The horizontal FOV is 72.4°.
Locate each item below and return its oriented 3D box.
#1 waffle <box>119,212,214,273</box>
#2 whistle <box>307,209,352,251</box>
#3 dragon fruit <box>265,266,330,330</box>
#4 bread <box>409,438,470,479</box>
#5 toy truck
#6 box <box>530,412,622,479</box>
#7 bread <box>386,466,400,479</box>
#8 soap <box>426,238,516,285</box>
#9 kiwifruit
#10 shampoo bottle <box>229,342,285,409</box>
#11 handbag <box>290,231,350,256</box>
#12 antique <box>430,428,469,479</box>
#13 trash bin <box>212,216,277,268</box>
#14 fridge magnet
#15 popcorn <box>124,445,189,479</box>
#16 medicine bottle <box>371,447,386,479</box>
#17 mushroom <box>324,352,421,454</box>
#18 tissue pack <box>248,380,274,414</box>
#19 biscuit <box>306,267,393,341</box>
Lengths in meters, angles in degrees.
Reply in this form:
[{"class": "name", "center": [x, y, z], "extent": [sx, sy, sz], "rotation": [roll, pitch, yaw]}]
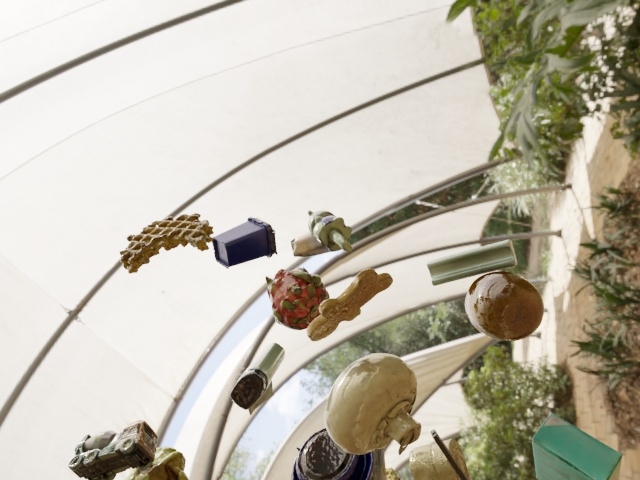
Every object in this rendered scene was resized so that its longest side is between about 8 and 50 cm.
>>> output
[{"class": "waffle", "center": [-0.487, -0.011, 1.390], "extent": [0.260, 0.292, 0.069], "rotation": [-124, 19, -58]}, {"class": "whistle", "center": [0.028, -0.027, 1.220], "extent": [0.092, 0.244, 0.110], "rotation": [-44, -61, -2]}, {"class": "dragon fruit", "center": [-0.084, 0.220, 1.710], "extent": [0.303, 0.236, 0.231], "rotation": [-100, -1, -80]}, {"class": "bread", "center": [0.341, 0.663, 1.257], "extent": [0.134, 0.141, 0.148], "rotation": [31, -141, -47]}, {"class": "toy truck", "center": [-0.604, 0.606, 1.272], "extent": [0.140, 0.256, 0.108], "rotation": [-103, -9, -62]}, {"class": "box", "center": [0.768, 0.684, 1.316], "extent": [0.118, 0.205, 0.312], "rotation": [-44, -50, -21]}, {"class": "bread", "center": [0.196, 0.976, 1.598], "extent": [0.262, 0.162, 0.204], "rotation": [-59, 12, 5]}, {"class": "soap", "center": [0.500, 0.073, 1.444], "extent": [0.159, 0.265, 0.088], "rotation": [-1, -105, -64]}, {"class": "kiwifruit", "center": [0.514, 0.181, 1.242], "extent": [0.234, 0.195, 0.196], "rotation": [-47, -41, -81]}, {"class": "shampoo bottle", "center": [-0.183, 0.397, 1.282], "extent": [0.134, 0.078, 0.359], "rotation": [-51, -3, 2]}, {"class": "handbag", "center": [0.000, 0.000, 1.416], "extent": [0.117, 0.173, 0.095], "rotation": [-6, -99, -48]}, {"class": "antique", "center": [0.329, 0.549, 1.064], "extent": [0.192, 0.015, 0.031], "rotation": [55, -174, 3]}, {"class": "trash bin", "center": [-0.312, 0.015, 1.813], "extent": [0.234, 0.184, 0.163], "rotation": [-23, -59, -35]}, {"class": "fridge magnet", "center": [0.032, 0.669, 1.308], "extent": [0.113, 0.265, 0.265], "rotation": [66, -149, -27]}, {"class": "popcorn", "center": [-0.540, 0.793, 1.406], "extent": [0.195, 0.255, 0.256], "rotation": [46, -157, -12]}, {"class": "medicine bottle", "center": [0.144, 0.721, 1.526], "extent": [0.157, 0.156, 0.289], "rotation": [55, -150, -60]}, {"class": "mushroom", "center": [0.133, 0.385, 0.999], "extent": [0.246, 0.202, 0.246], "rotation": [-32, -40, -32]}, {"class": "tissue pack", "center": [-0.242, 0.581, 1.706], "extent": [0.193, 0.026, 0.123], "rotation": [-14, -94, -65]}, {"class": "biscuit", "center": [0.055, 0.149, 1.004], "extent": [0.153, 0.234, 0.030], "rotation": [23, -153, -51]}]
